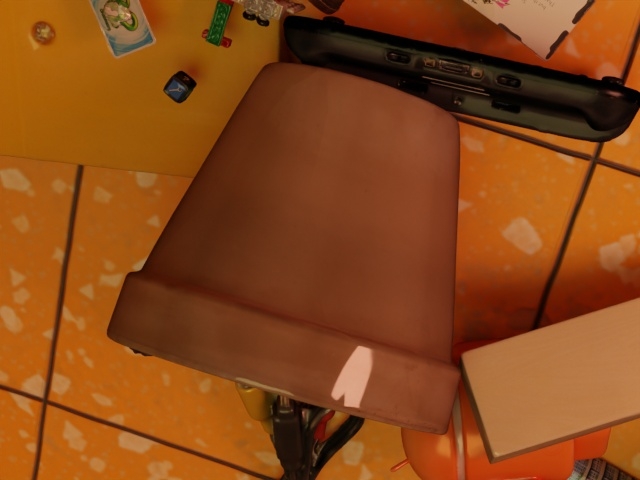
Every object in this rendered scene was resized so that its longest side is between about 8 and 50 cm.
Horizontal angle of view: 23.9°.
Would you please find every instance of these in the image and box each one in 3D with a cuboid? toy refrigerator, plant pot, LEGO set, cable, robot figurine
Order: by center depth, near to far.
[{"bbox_3d":[0.000,0.000,1.378,0.323,0.323,0.280,17,86,7],"label":"plant pot"},{"bbox_3d":[-0.133,-0.256,1.390,0.182,0.060,0.244,-17,103,25],"label":"LEGO set"},{"bbox_3d":[0.272,0.119,1.416,0.269,0.094,0.102,-18,76,-1],"label":"toy refrigerator"},{"bbox_3d":[0.175,0.183,1.516,0.219,0.128,0.158,-5,97,2],"label":"robot figurine"},{"bbox_3d":[-0.020,0.231,1.671,0.139,0.072,0.287,-2,131,-2],"label":"cable"}]

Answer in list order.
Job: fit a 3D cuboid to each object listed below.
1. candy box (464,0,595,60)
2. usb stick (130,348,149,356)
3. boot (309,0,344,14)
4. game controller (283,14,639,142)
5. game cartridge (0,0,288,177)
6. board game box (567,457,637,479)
[{"bbox_3d":[0.191,-0.283,1.305,0.165,0.070,0.196,35,121,-4],"label":"candy box"},{"bbox_3d":[-0.089,0.058,1.586,0.278,0.045,0.077,-18,109,24],"label":"usb stick"},{"bbox_3d":[-0.002,-0.314,1.337,0.106,0.082,0.219,-20,106,25],"label":"boot"},{"bbox_3d":[0.126,-0.151,1.344,0.319,0.166,0.067,13,86,9],"label":"game controller"},{"bbox_3d":[-0.190,-0.203,1.478,0.324,0.052,0.285,7,119,10],"label":"game cartridge"},{"bbox_3d":[0.226,0.300,1.616,0.194,0.060,0.194,29,122,-1],"label":"board game box"}]
